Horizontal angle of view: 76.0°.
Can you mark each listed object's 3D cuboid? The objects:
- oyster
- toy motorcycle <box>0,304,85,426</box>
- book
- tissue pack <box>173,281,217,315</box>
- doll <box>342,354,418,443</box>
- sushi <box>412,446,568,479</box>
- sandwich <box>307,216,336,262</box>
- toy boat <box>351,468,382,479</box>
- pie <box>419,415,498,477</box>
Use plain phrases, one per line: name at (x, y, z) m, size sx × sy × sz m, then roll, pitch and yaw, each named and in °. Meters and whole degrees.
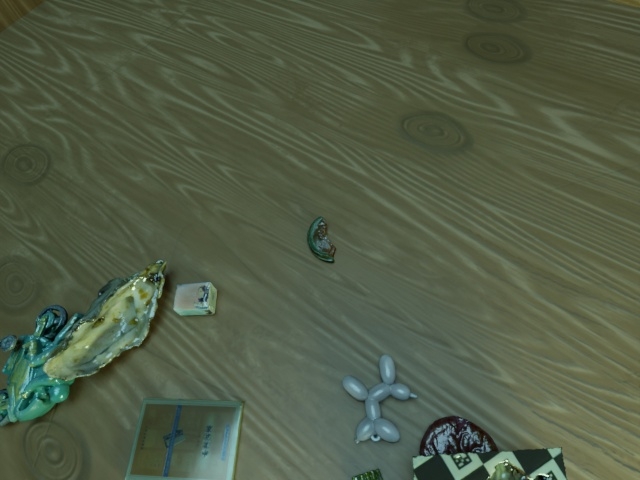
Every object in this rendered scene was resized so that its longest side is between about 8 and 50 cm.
oyster at (-0.505, 0.186, 1.007) m, size 0.110 × 0.166 × 0.342 m, roll -12°, pitch 49°, yaw 49°
toy motorcycle at (-0.669, 0.304, 0.976) m, size 0.198 × 0.109 × 0.297 m, roll 11°, pitch 72°, yaw 17°
book at (-0.297, 0.439, 0.901) m, size 0.241 × 0.018 × 0.170 m, roll -1°, pitch 61°, yaw 8°
tissue pack at (-0.317, 0.149, 1.037) m, size 0.094 × 0.059 × 0.074 m, roll -5°, pitch 63°, yaw 7°
doll at (0.122, 0.345, 0.866) m, size 0.160 × 0.059 × 0.160 m, roll -28°, pitch 60°, yaw -8°
sushi at (0.306, 0.526, 0.733) m, size 0.293 × 0.059 × 0.293 m, roll -3°, pitch 78°, yaw -3°
sandwich at (-0.001, 0.002, 1.086) m, size 0.067 × 0.029 × 0.135 m, roll -20°, pitch 61°, yaw -2°
toy boat at (0.105, 0.517, 0.799) m, size 0.063 × 0.016 × 0.115 m, roll -17°, pitch 61°, yaw 0°
pie at (0.275, 0.426, 0.812) m, size 0.154 × 0.036 × 0.155 m, roll -3°, pitch 62°, yaw 6°
